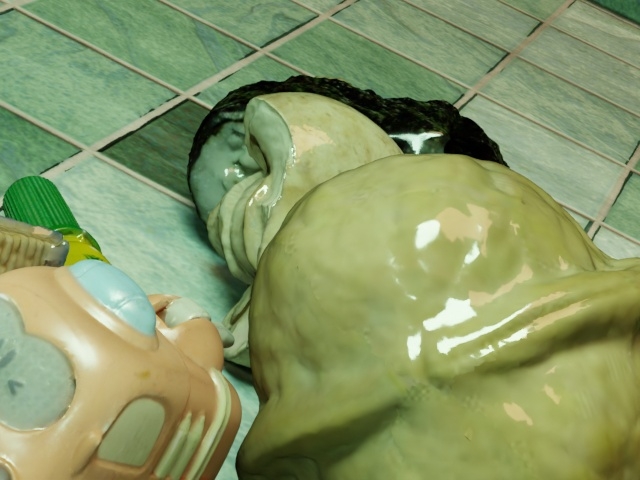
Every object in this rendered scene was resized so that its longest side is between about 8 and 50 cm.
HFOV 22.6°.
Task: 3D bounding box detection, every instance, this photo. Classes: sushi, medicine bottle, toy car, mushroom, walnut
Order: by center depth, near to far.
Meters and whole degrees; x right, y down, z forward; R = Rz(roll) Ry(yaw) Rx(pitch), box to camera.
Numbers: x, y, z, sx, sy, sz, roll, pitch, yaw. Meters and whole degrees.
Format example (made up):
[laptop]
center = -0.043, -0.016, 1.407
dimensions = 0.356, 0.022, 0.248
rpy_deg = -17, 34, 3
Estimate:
[toy car]
center = -0.166, 0.118, 1.070
dimensions = 0.180, 0.212, 0.270
rpy_deg = 38, 5, 28
[walnut]
center = 0.102, 0.110, 1.198
dimensions = 0.381, 0.381, 0.381
rpy_deg = 19, 26, -9
[medicine bottle]
center = -0.215, 0.038, 1.387
dimensions = 0.111, 0.076, 0.309
rpy_deg = 23, 21, -37
[mushroom]
center = 0.000, 0.000, 1.466
dimensions = 0.189, 0.254, 0.195
rpy_deg = 13, -5, -20
[sushi]
center = 0.038, -0.052, 1.619
dimensions = 0.350, 0.211, 0.171
rpy_deg = 16, 24, 6

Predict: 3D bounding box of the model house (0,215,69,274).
[model house]
center = -0.293, 0.048, 1.240
dimensions = 0.183, 0.166, 0.172
rpy_deg = 18, 6, 25
